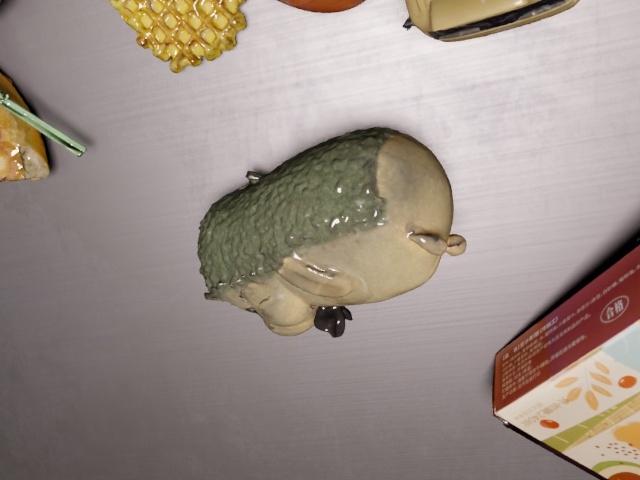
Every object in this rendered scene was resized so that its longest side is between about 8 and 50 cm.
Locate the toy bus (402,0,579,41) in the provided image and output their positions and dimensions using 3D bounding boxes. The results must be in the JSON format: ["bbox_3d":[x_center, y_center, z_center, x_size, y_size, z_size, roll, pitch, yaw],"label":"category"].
[{"bbox_3d":[0.139,-0.381,0.497,0.177,0.202,0.365,-6,113,33],"label":"toy bus"}]

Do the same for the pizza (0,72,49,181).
[{"bbox_3d":[-0.552,-0.178,0.759,0.336,0.086,0.226,40,99,-7],"label":"pizza"}]

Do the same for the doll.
[{"bbox_3d":[0.000,0.000,0.676,0.350,0.247,0.247,-11,110,26],"label":"doll"}]

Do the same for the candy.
[{"bbox_3d":[-0.433,-0.195,0.697,0.262,0.073,0.077,35,147,-19],"label":"candy"}]

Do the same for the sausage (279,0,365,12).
[{"bbox_3d":[-0.050,-0.345,0.596,0.259,0.133,0.133,23,113,-10],"label":"sausage"}]

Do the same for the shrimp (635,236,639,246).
[{"bbox_3d":[0.476,0.073,0.711,0.082,0.076,0.174,-28,107,0],"label":"shrimp"}]

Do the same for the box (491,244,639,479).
[{"bbox_3d":[0.482,0.182,0.672,0.345,0.122,0.385,30,131,-4],"label":"box"}]

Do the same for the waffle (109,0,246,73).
[{"bbox_3d":[-0.181,-0.319,0.681,0.191,0.038,0.190,3,110,8],"label":"waffle"}]
